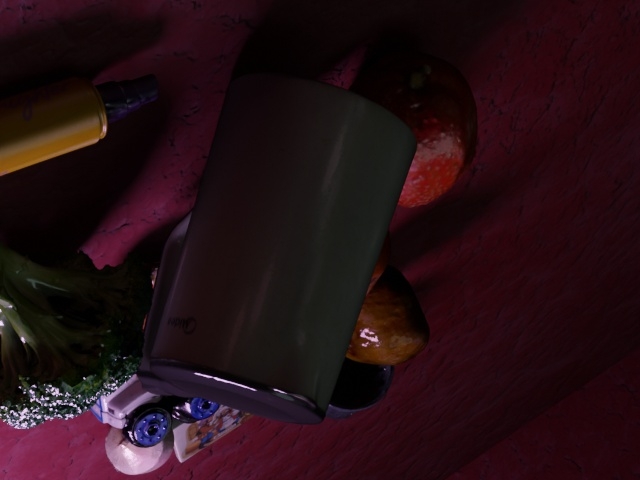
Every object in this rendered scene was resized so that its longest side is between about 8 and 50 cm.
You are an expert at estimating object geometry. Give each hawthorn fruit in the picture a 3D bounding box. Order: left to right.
[{"bbox_3d":[0.125,-0.169,1.654,0.205,0.205,0.253,-27,151,-23],"label":"hawthorn fruit"}]

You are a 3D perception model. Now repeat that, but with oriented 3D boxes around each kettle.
[{"bbox_3d":[-0.087,0.018,1.497,0.250,0.361,0.377,30,69,-40],"label":"kettle"}]

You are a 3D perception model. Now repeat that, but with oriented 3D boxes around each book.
[{"bbox_3d":[-0.188,0.294,2.170,0.202,0.027,0.264,-30,153,-17],"label":"book"}]

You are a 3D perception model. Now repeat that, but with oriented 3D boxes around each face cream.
[{"bbox_3d":[-0.296,-0.128,1.297,0.273,0.078,0.078,-23,150,-29],"label":"face cream"}]

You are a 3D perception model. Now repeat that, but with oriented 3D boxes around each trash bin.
[{"bbox_3d":[0.041,0.261,2.286,0.175,0.175,0.161,-29,164,-20],"label":"trash bin"}]

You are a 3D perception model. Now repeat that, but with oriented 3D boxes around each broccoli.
[{"bbox_3d":[-0.352,0.091,1.462,0.269,0.269,0.254,110,-4,-46],"label":"broccoli"}]

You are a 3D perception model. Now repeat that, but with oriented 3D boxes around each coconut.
[{"bbox_3d":[-0.307,0.339,2.001,0.110,0.110,0.124,-43,160,7],"label":"coconut"}]

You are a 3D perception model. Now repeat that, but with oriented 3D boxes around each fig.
[{"bbox_3d":[0.046,0.144,2.095,0.290,0.191,0.191,-12,146,-15],"label":"fig"}]

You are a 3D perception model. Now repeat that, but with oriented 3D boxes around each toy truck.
[{"bbox_3d":[-0.252,0.185,1.802,0.213,0.161,0.177,-24,130,-27],"label":"toy truck"}]

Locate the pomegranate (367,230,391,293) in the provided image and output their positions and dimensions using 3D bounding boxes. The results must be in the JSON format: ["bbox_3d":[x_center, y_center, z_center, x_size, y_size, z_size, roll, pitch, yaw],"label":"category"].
[{"bbox_3d":[0.004,-0.002,1.754,0.209,0.209,0.209,-30,153,-18],"label":"pomegranate"}]

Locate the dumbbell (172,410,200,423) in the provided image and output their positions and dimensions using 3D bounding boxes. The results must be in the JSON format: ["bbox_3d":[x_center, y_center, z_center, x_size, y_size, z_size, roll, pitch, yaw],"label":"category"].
[{"bbox_3d":[-0.195,0.230,1.976,0.208,0.099,0.099,-50,152,22],"label":"dumbbell"}]

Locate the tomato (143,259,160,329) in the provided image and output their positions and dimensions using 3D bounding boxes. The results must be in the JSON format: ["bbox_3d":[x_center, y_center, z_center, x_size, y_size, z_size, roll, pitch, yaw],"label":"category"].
[{"bbox_3d":[-0.236,0.088,1.697,0.159,0.091,0.139,-21,116,-23],"label":"tomato"}]
